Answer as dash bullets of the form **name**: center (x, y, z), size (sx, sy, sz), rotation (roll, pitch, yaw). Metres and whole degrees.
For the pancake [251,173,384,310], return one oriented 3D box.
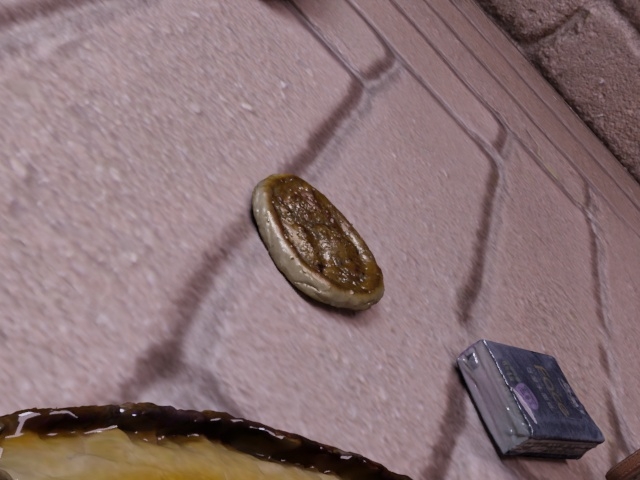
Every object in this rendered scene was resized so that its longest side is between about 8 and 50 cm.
- **pancake**: center (0.000, 0.000, 0.814), size (0.158, 0.028, 0.158), rotation (35, 29, -22)

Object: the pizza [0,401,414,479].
- **pizza**: center (0.033, 0.245, 0.481), size (0.435, 0.080, 0.392), rotation (57, 27, 12)

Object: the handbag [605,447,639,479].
- **handbag**: center (0.403, 0.252, 0.968), size (0.193, 0.151, 0.072), rotation (9, 43, -50)

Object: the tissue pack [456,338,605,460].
- **tissue pack**: center (0.215, 0.164, 0.902), size (0.156, 0.051, 0.112), rotation (18, 39, -47)
